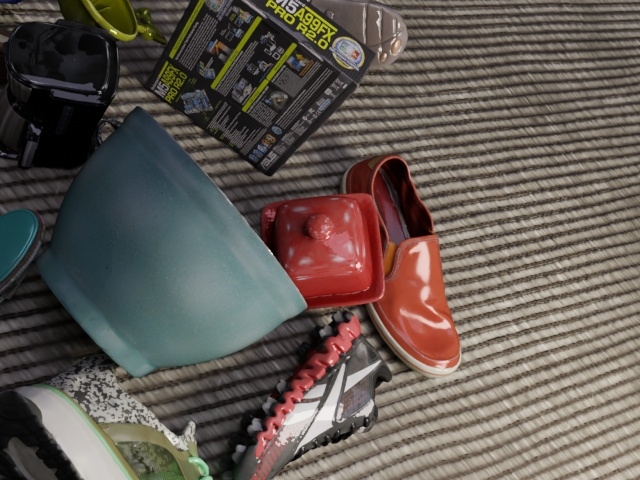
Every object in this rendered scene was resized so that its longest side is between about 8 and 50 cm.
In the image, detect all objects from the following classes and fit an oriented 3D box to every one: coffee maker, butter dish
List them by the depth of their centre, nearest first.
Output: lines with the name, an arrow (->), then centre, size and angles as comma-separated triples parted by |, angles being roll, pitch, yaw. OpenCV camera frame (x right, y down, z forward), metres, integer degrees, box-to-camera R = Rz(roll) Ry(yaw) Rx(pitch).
coffee maker -> -0.293, -0.172, 1.008 | 0.171, 0.178, 0.120 | -17, 79, -33
butter dish -> 0.000, 0.000, 1.107 | 0.160, 0.118, 0.159 | -5, 70, 1

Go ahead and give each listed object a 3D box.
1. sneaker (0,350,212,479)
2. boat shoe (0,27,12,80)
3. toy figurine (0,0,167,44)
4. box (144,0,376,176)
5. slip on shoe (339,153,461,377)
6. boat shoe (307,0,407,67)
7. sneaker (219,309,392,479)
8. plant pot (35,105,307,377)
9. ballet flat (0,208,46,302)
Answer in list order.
sneaker -> -0.160, 0.276, 0.922 | 0.410, 0.158, 0.182 | 50, 41, -6
boat shoe -> -0.477, -0.256, 1.000 | 0.258, 0.095, 0.095 | 6, 61, -26
toy figurine -> -0.384, -0.348, 1.064 | 0.217, 0.191, 0.362 | -29, 88, 10
box -> -0.086, -0.214, 1.083 | 0.216, 0.270, 0.060 | 36, 58, -10
slip on shoe -> 0.119, 0.031, 1.192 | 0.123, 0.101, 0.331 | -9, 75, -33
boat shoe -> -0.030, -0.347, 1.279 | 0.324, 0.123, 0.116 | 19, 27, -10
sneaker -> -0.006, 0.214, 1.046 | 0.135, 0.097, 0.276 | 44, 54, -2
plant pot -> -0.183, 0.026, 0.948 | 0.196, 0.293, 0.293 | -40, 91, -7
ballet flat -> -0.375, 0.062, 0.922 | 0.077, 0.079, 0.221 | 28, 68, 18
